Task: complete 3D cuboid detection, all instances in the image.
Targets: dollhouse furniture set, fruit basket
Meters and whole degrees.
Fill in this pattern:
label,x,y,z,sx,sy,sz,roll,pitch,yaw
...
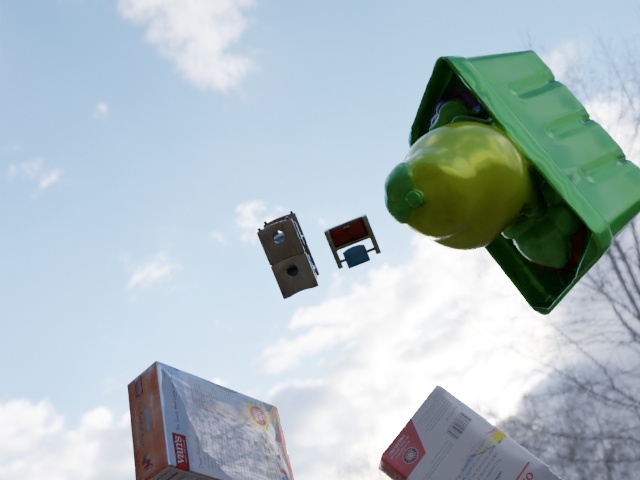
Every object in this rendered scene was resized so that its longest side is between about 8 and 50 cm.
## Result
label,x,y,z,sx,sy,sz,roll,pitch,yaw
dollhouse furniture set,0.000,0.000,1.413,0.184,0.128,0.129,-22,6,3
fruit basket,0.236,-0.073,1.152,0.392,0.391,0.283,-4,-27,-9

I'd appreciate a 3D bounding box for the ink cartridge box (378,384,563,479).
label,x,y,z,sx,sy,sz,roll,pitch,yaw
ink cartridge box,0.179,0.276,0.929,0.115,0.198,0.067,-47,-20,-20

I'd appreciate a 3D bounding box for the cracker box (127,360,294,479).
label,x,y,z,sx,sy,sz,roll,pitch,yaw
cracker box,-0.143,0.271,1.076,0.067,0.155,0.232,-39,-47,21
